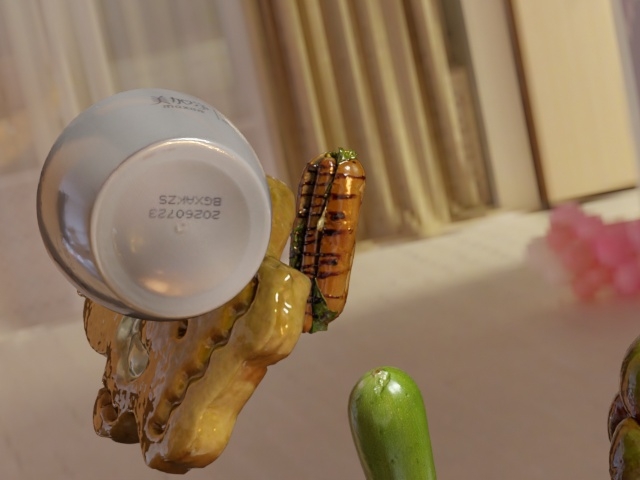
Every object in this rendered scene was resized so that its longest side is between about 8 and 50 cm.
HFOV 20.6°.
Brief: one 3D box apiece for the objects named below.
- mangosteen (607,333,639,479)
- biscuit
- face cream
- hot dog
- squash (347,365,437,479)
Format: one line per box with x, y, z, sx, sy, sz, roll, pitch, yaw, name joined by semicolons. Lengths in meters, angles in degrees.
0.280;0.117;1.110;0.210;0.210;0.210;-12;10;2;mangosteen
-0.084;0.027;1.026;0.035;0.184;0.249;27;17;-30;biscuit
-0.083;-0.017;0.891;0.117;0.117;0.104;-14;17;-14;face cream
0.000;0.000;1.116;0.049;0.122;0.037;15;10;40;hot dog
0.064;0.189;1.495;0.066;0.201;0.066;-7;37;5;squash
